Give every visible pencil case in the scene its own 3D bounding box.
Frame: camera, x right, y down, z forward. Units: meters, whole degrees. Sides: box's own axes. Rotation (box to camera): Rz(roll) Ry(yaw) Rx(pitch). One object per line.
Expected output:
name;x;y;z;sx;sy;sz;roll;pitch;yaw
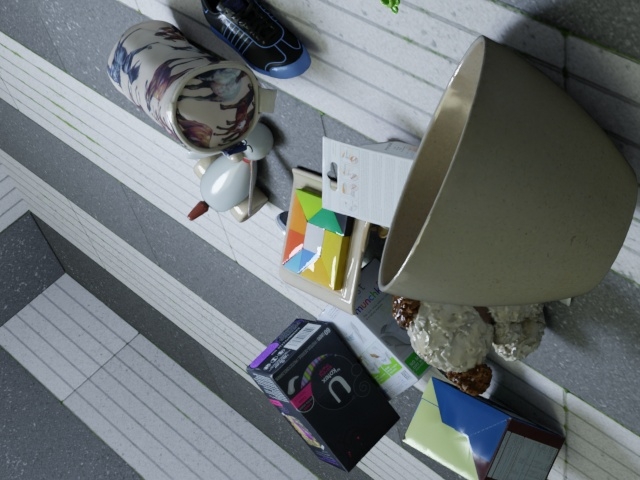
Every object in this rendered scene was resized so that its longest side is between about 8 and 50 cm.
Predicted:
pencil case;-0.240;-0.275;1.838;0.410;0.184;0.160;39;119;56

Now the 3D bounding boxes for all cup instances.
cup;0.240;-0.053;1.281;0.237;0.331;0.331;20;158;-3

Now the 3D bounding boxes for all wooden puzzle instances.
wooden puzzle;0.000;0.000;1.969;0.221;0.044;0.238;23;113;46

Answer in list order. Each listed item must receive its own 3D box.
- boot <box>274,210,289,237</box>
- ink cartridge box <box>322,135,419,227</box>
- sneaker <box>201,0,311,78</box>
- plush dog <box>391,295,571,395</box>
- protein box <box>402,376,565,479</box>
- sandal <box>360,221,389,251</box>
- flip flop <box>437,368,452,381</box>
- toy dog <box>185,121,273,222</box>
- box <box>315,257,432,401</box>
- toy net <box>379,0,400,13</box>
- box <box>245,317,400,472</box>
boot;-0.011;-0.027;2.077;0.190;0.069;0.086;28;145;23
ink cartridge box;0.092;-0.093;1.667;0.179;0.045;0.145;18;132;21
sneaker;-0.112;-0.341;1.685;0.232;0.081;0.090;35;163;31
plush dog;0.233;0.108;1.617;0.262;0.225;0.210;48;159;-2
protein box;0.304;0.370;1.957;0.200;0.136;0.201;23;178;46
sandal;0.118;-0.058;1.752;0.079;0.088;0.240;11;137;5
flip flop;0.219;0.154;1.941;0.277;0.080;0.112;59;168;7
toy dog;-0.195;-0.127;2.102;0.220;0.161;0.333;38;157;21
box;0.116;0.189;2.114;0.231;0.127;0.262;45;159;6
toy net;0.060;-0.399;1.318;0.232;0.045;0.122;54;160;-12
box;0.006;0.312;2.143;0.270;0.165;0.143;52;160;-17
